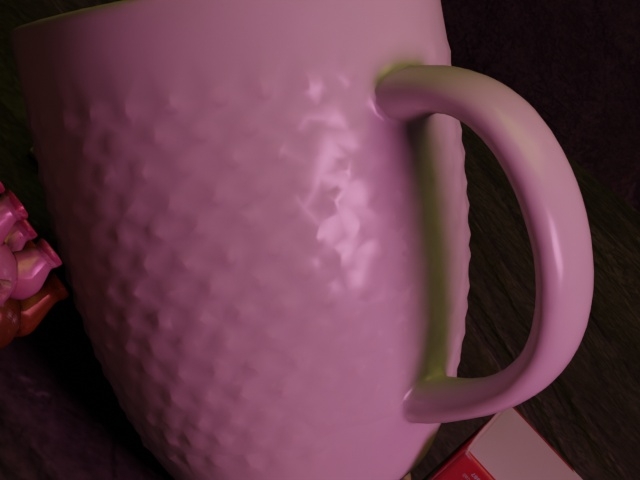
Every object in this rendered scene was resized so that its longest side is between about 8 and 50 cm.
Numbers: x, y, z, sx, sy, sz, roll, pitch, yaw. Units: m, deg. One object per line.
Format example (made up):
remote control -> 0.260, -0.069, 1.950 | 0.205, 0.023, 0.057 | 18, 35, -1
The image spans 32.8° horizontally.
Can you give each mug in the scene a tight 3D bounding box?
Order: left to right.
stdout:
mug -> 0.000, 0.000, 0.700 | 0.276, 0.374, 0.328 | -21, 105, -46

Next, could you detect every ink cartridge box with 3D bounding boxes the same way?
ink cartridge box -> 0.100, 0.227, 0.749 | 0.128, 0.176, 0.127 | 47, 20, 10

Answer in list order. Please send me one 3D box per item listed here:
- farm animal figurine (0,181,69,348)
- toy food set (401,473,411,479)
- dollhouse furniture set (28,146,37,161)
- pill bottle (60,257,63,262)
farm animal figurine -> -0.285, -0.038, 0.565 | 0.327, 0.172, 0.330 | 49, -15, 17
toy food set -> 0.012, 0.130, 0.959 | 0.192, 0.038, 0.132 | 31, 25, -25
dollhouse furniture set -> -0.152, -0.054, 1.003 | 0.182, 0.101, 0.161 | 43, 47, 0
pill bottle -> -0.134, 0.015, 0.878 | 0.137, 0.078, 0.078 | 26, 27, -33
